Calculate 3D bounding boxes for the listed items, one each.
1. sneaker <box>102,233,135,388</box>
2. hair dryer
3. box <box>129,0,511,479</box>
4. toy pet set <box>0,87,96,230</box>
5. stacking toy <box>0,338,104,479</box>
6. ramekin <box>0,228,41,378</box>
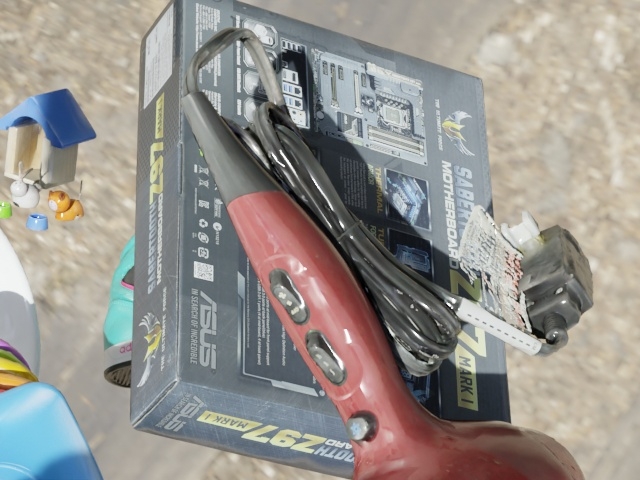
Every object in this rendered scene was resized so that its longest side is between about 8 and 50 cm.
[{"bbox_3d":[-0.073,0.030,1.926,0.295,0.124,0.178,-11,67,8],"label":"sneaker"},{"bbox_3d":[0.013,0.064,0.795,0.223,0.293,0.080,29,128,-20],"label":"hair dryer"},{"bbox_3d":[0.000,0.000,0.993,0.183,0.059,0.233,14,55,-25],"label":"box"},{"bbox_3d":[-0.205,-0.064,1.381,0.114,0.122,0.065,-23,127,-57],"label":"toy pet set"},{"bbox_3d":[-0.291,0.139,1.660,0.175,0.302,0.166,-21,122,-5],"label":"stacking toy"},{"bbox_3d":[-0.398,0.089,1.831,0.277,0.135,0.277,25,58,-50],"label":"ramekin"}]
